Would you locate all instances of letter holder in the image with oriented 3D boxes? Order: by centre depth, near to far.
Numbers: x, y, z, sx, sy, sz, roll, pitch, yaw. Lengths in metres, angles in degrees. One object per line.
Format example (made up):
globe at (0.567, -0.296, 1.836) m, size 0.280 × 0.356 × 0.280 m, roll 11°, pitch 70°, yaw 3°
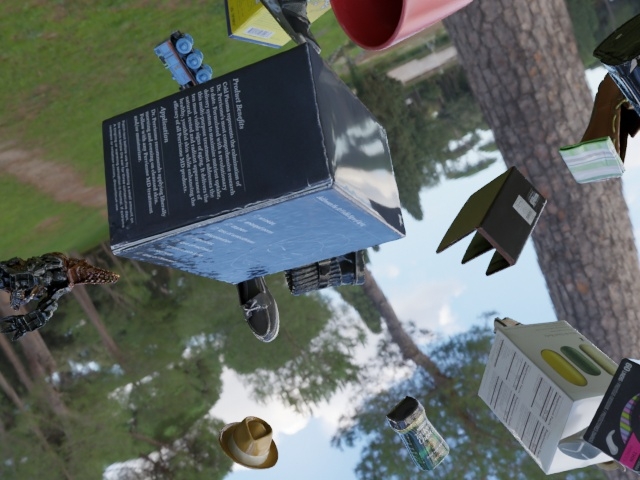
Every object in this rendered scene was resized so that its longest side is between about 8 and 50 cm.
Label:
letter holder at (0.496, -0.038, 1.977) m, size 0.214 × 0.152 × 0.302 m, roll -37°, pitch -169°, yaw 50°

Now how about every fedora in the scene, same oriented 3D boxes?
fedora at (-0.186, 0.542, 1.849) m, size 0.079 × 0.194 × 0.194 m, roll -65°, pitch 178°, yaw 17°

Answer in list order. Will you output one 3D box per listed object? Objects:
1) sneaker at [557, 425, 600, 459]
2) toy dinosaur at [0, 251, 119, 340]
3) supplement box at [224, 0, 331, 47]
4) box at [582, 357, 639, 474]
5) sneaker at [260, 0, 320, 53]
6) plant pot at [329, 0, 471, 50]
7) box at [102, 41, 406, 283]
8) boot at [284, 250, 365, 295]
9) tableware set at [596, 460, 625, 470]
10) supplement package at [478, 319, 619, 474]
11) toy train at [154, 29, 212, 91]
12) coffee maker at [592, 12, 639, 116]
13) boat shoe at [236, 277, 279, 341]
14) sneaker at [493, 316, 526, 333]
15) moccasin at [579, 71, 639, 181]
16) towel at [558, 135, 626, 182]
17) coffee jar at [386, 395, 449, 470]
sneaker at (0.530, 0.378, 1.295) m, size 0.152 × 0.054 × 0.061 m, roll -31°, pitch -163°, yaw 38°
toy dinosaur at (-0.605, 0.078, 1.461) m, size 0.321 × 0.164 × 0.218 m, roll -23°, pitch -163°, yaw 17°
supplement box at (-0.115, -0.747, 1.992) m, size 0.195 × 0.194 × 0.356 m, roll 0°, pitch 168°, yaw -37°
box at (0.603, 0.325, 1.094) m, size 0.270 × 0.165 × 0.143 m, roll 27°, pitch -173°, yaw 39°
sneaker at (-0.049, -0.577, 1.687) m, size 0.130 × 0.227 × 0.087 m, roll -38°, pitch -164°, yaw 3°
plant pot at (0.179, -0.546, 1.361) m, size 0.243 × 0.275 × 0.275 m, roll -24°, pitch -172°, yaw -25°
box at (-0.121, -0.123, 1.444) m, size 0.471 × 0.298 × 0.480 m, roll -14°, pitch 164°, yaw 20°
boot at (0.001, 0.000, 2.228) m, size 0.260 × 0.348 × 0.131 m, roll -5°, pitch 169°, yaw -11°
tableware set at (0.739, 0.499, 1.749) m, size 0.128 × 0.194 × 0.039 m, roll -7°, pitch 170°, yaw 33°
supplement package at (0.522, 0.335, 1.487) m, size 0.199 × 0.198 × 0.263 m, roll -3°, pitch -152°, yaw -22°
toy train at (-0.377, -0.490, 1.872) m, size 0.105 × 0.184 × 0.080 m, roll -27°, pitch -152°, yaw 10°
coffee maker at (0.490, -0.216, 0.959) m, size 0.120 × 0.178 × 0.171 m, roll -31°, pitch -156°, yaw 38°
boat shoe at (-0.212, 0.147, 2.017) m, size 0.112 × 0.335 × 0.095 m, roll -33°, pitch 145°, yaw 26°
sneaker at (0.481, 0.211, 1.679) m, size 0.109 × 0.044 × 0.040 m, roll 4°, pitch 160°, yaw -17°
moccasin at (0.755, -0.310, 1.685) m, size 0.147 × 0.139 × 0.380 m, roll 6°, pitch -128°, yaw 42°
towel at (0.619, -0.179, 1.533) m, size 0.113 × 0.152 × 0.023 m, roll -13°, pitch -121°, yaw 33°
coffee jar at (0.248, 0.493, 1.727) m, size 0.096 × 0.184 × 0.079 m, roll -39°, pitch -163°, yaw -21°
